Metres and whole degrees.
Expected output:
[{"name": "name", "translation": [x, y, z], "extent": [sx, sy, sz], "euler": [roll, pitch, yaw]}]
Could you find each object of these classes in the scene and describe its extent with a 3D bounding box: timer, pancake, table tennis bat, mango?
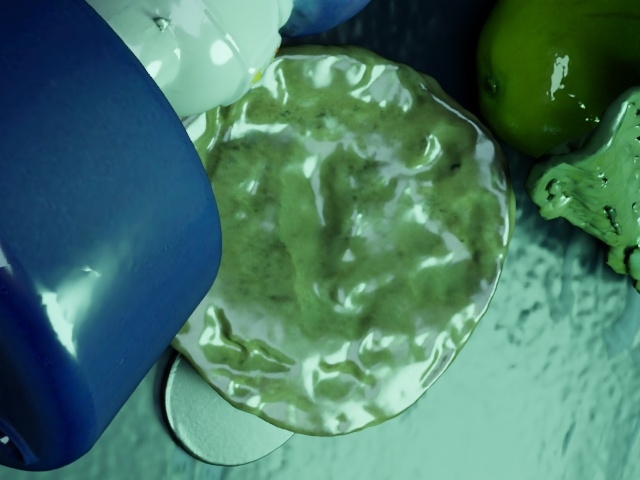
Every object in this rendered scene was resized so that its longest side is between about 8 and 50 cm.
[{"name": "timer", "translation": [-0.096, -0.102, 0.916], "extent": [0.383, 0.270, 0.270], "euler": [-44, 114, -26]}, {"name": "pancake", "translation": [0.000, 0.000, 1.065], "extent": [0.242, 0.050, 0.242], "euler": [0, 91, -16]}, {"name": "table tennis bat", "translation": [-0.028, 0.068, 1.087], "extent": [0.158, 0.014, 0.095], "euler": [-44, 112, -13]}, {"name": "mango", "translation": [0.160, -0.123, 1.119], "extent": [0.117, 0.089, 0.163], "euler": [39, 68, -17]}]

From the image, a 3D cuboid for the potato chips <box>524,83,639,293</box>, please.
[{"name": "potato chips", "translation": [0.320, -0.097, 1.097], "extent": [0.389, 0.097, 0.373], "euler": [22, 110, -47]}]
